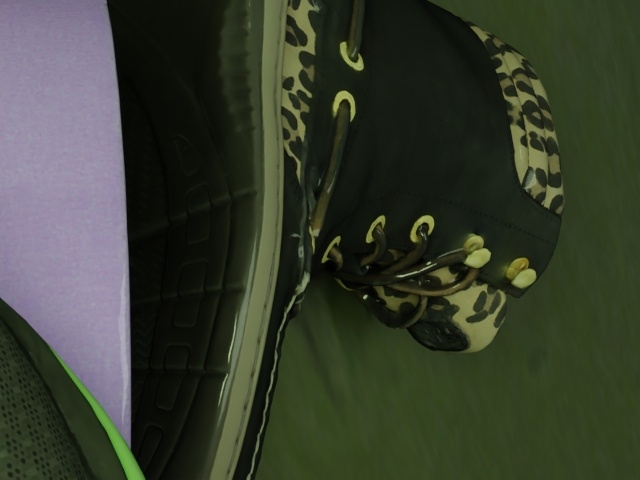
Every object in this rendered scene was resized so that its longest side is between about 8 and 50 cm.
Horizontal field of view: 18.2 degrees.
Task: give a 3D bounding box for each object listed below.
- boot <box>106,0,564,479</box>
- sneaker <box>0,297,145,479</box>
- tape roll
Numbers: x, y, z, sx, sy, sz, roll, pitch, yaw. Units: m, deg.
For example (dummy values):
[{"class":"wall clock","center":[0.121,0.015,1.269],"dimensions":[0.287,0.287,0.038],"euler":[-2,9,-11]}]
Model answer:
[{"class":"boot","center":[0.000,0.000,0.993],"dimensions":[0.284,0.138,0.377],"euler":[29,57,-48]},{"class":"sneaker","center":[-0.202,-0.017,0.482],"dimensions":[0.483,0.185,0.202],"euler":[55,1,13]},{"class":"tape roll","center":[-0.124,0.039,0.712],"dimensions":[0.090,0.275,0.274],"euler":[0,86,-12]}]
